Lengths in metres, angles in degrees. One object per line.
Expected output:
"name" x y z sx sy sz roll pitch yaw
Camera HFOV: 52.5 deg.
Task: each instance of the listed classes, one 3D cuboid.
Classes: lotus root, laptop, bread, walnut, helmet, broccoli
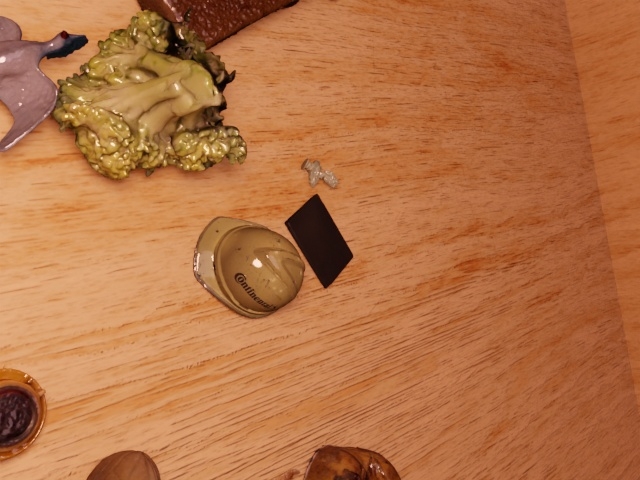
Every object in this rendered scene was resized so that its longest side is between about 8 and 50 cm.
"lotus root" 0.087 0.581 1.444 0.272 0.192 0.272 12 70 -36
"laptop" 0.000 0.000 1.559 0.135 0.016 0.197 -46 115 -38
"bread" -0.192 -0.530 1.398 0.416 0.113 0.165 -43 111 -37
"walnut" -0.338 0.438 1.092 0.140 0.140 0.162 20 59 -39
"helmet" -0.120 0.052 1.353 0.257 0.137 0.204 31 63 -35
"broccoli" -0.287 -0.261 1.146 0.348 0.281 0.293 -14 101 -43

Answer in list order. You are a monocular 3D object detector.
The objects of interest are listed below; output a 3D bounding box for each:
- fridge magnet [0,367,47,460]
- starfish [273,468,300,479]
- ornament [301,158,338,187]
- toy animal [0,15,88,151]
"fridge magnet" -0.499 0.273 1.017 0.143 0.063 0.143 9 77 -45
"starfish" -0.124 0.602 1.326 0.295 0.048 0.231 -32 95 -43
"ornament" -0.005 -0.162 1.562 0.092 0.041 0.068 2 76 -33
"toy animal" -0.506 -0.273 1.047 0.239 0.255 0.176 62 8 8
